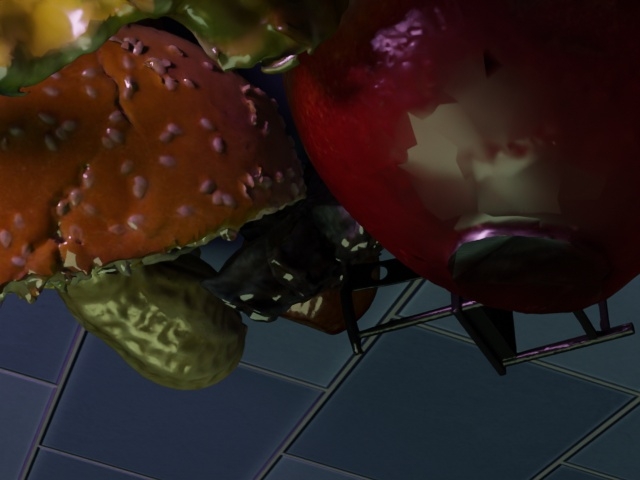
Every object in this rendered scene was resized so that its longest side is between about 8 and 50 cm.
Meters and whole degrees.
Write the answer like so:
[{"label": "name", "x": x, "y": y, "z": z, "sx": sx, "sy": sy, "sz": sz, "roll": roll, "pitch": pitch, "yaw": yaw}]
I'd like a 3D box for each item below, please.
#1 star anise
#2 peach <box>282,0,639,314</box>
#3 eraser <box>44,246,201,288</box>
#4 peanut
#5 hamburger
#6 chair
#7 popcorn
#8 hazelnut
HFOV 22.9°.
[{"label": "star anise", "x": -0.001, "y": 0.000, "z": 1.541, "sx": 0.236, "sy": 0.223, "sz": 0.109, "roll": -21, "pitch": 114, "yaw": 42}, {"label": "peach", "x": 0.161, "y": -0.111, "z": 1.228, "sx": 0.335, "sy": 0.310, "sz": 0.406, "roll": -16, "pitch": 141, "yaw": 44}, {"label": "eraser", "x": -0.256, "y": -0.006, "z": 1.787, "sx": 0.226, "sy": 0.069, "sz": 0.158, "roll": 3, "pitch": 147, "yaw": 16}, {"label": "peanut", "x": -0.193, "y": 0.046, "z": 1.672, "sx": 0.147, "sy": 0.147, "sz": 0.305, "roll": -19, "pitch": 130, "yaw": 42}, {"label": "hamburger", "x": -0.247, "y": -0.088, "z": 1.409, "sx": 0.445, "sy": 0.287, "sz": 0.268, "roll": -19, "pitch": -176, "yaw": -12}, {"label": "chair", "x": 0.164, "y": 0.041, "z": 1.587, "sx": 0.260, "sy": 0.155, "sz": 0.141, "roll": -16, "pitch": 140, "yaw": 21}, {"label": "popcorn", "x": -0.152, "y": -0.258, "z": 1.077, "sx": 0.321, "sy": 0.290, "sz": 0.326, "roll": 21, "pitch": 107, "yaw": -42}, {"label": "hazelnut", "x": -0.009, "y": 0.024, "z": 1.691, "sx": 0.154, "sy": 0.143, "sz": 0.143, "roll": 21, "pitch": 154, "yaw": 22}]
